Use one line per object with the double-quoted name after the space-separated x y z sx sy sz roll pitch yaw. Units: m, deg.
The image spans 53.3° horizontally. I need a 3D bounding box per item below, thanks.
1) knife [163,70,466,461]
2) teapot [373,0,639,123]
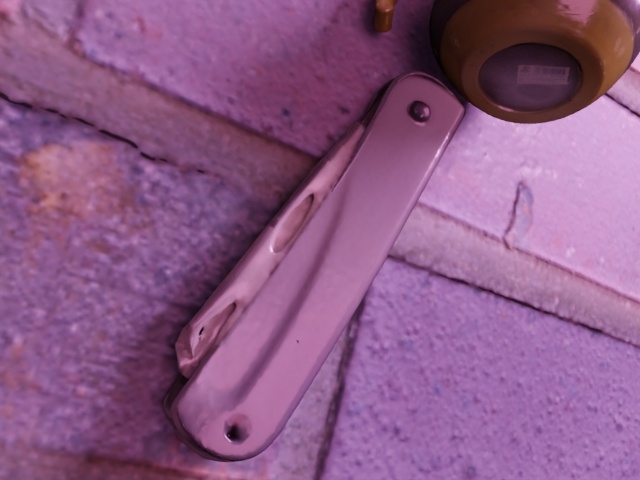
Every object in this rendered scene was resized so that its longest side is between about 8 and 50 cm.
0.003 0.002 0.368 0.073 0.040 0.265 39 69 -11 "knife"
0.120 -0.150 0.408 0.166 0.130 0.119 12 62 3 "teapot"
